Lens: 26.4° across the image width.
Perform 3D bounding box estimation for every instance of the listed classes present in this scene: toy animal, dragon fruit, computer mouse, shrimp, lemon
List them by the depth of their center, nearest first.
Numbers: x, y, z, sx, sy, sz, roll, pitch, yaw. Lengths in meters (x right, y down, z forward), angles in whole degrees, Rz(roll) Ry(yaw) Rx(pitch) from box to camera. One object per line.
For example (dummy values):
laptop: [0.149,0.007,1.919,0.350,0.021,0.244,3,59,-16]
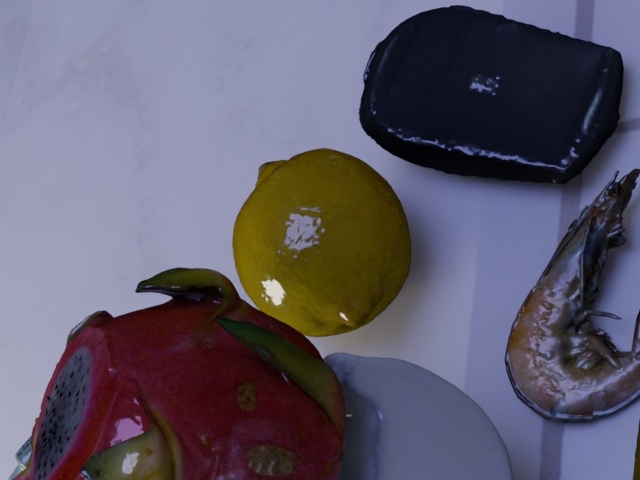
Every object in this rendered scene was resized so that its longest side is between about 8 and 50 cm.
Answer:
dragon fruit: [-0.135,0.163,1.115,0.290,0.189,0.291,-35,41,37]
toy animal: [0.006,0.259,1.250,0.367,0.241,0.196,-32,41,39]
shrimp: [0.263,0.052,1.264,0.143,0.052,0.251,20,87,32]
lemon: [0.000,0.000,1.398,0.187,0.187,0.244,-44,43,10]
computer mouse: [0.173,-0.142,1.412,0.295,0.087,0.168,18,71,29]

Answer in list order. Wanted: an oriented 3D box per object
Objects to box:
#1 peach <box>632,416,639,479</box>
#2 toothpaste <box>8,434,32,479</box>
peach: [0.379,0.145,0.992,0.306,0.242,0.380,-1,51,15]
toothpaste: [-0.293,0.202,1.612,0.218,0.041,0.064,-51,41,-1]
